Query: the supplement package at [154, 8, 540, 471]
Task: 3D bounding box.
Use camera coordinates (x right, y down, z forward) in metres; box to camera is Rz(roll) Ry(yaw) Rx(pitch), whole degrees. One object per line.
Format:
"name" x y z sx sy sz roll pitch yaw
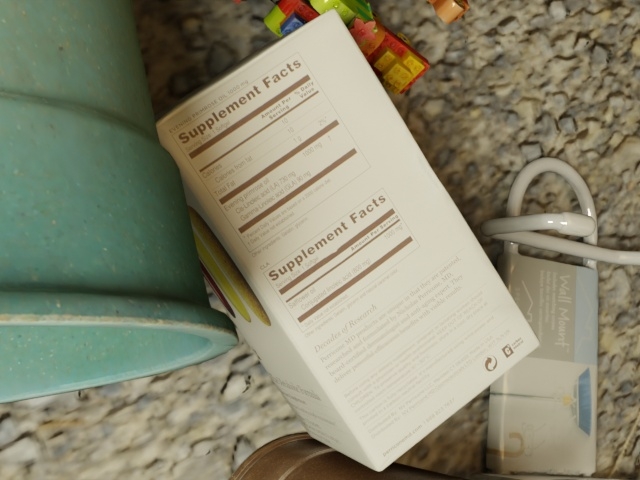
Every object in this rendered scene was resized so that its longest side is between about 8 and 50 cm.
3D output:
"supplement package" 0.000 0.000 0.749 0.134 0.139 0.244 -36 100 -15

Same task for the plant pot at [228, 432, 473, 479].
"plant pot" 0.036 0.213 0.766 0.167 0.165 0.166 4 84 -36

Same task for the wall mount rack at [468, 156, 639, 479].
"wall mount rack" 0.258 0.105 0.965 0.304 0.130 0.349 10 80 -36

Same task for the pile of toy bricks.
"pile of toy bricks" 0.012 -0.169 0.801 0.212 0.118 0.105 32 28 -28

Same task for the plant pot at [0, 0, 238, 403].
"plant pot" -0.223 -0.096 0.526 0.341 0.341 0.334 2 76 -37
